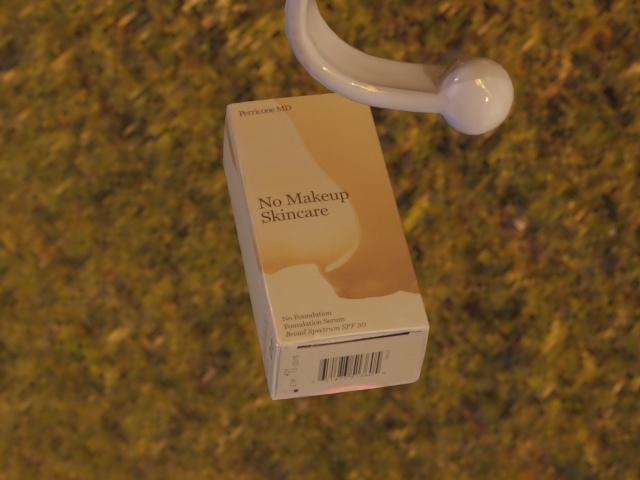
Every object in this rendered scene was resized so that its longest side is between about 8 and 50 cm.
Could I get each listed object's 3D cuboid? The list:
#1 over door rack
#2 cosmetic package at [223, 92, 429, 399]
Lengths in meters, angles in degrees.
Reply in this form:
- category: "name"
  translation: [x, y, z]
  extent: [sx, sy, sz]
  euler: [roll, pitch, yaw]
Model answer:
- category: "over door rack"
  translation: [0.109, -0.200, 0.393]
  extent: [0.108, 0.239, 0.324]
  euler: [24, 131, -12]
- category: "cosmetic package"
  translation: [0.000, 0.000, 0.684]
  extent: [0.041, 0.060, 0.115]
  euler: [97, 162, -54]
